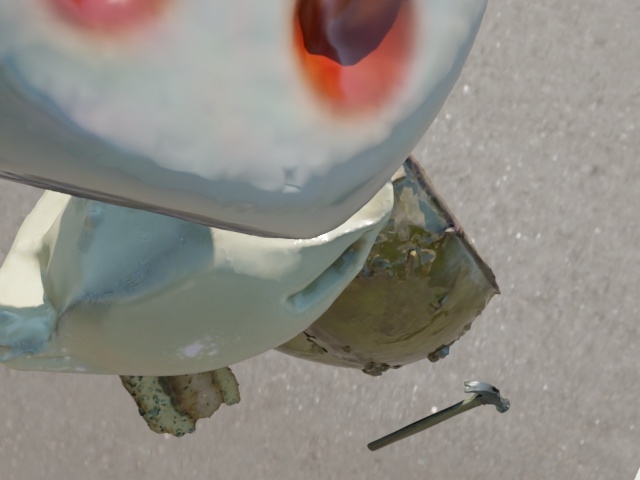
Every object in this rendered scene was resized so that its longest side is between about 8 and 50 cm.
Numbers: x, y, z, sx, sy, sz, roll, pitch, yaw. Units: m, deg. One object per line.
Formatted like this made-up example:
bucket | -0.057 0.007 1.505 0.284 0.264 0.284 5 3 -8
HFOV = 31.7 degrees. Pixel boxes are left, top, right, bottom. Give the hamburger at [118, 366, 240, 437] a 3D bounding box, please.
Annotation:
hamburger | -0.194 0.114 1.313 0.124 0.262 0.131 -31 49 -13

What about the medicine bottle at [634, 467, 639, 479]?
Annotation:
medicine bottle | 0.404 0.339 1.097 0.137 0.250 0.141 -10 34 44

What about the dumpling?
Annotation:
dumpling | -0.134 -0.022 1.059 0.395 0.233 0.316 -27 43 5

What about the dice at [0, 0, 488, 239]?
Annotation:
dice | -0.098 -0.173 0.534 0.276 0.304 0.304 15 87 -37

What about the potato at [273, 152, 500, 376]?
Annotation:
potato | 0.000 0.000 1.399 0.319 0.442 0.385 -37 29 7

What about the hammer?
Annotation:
hammer | 0.132 0.212 1.337 0.182 0.062 0.017 -28 39 24
